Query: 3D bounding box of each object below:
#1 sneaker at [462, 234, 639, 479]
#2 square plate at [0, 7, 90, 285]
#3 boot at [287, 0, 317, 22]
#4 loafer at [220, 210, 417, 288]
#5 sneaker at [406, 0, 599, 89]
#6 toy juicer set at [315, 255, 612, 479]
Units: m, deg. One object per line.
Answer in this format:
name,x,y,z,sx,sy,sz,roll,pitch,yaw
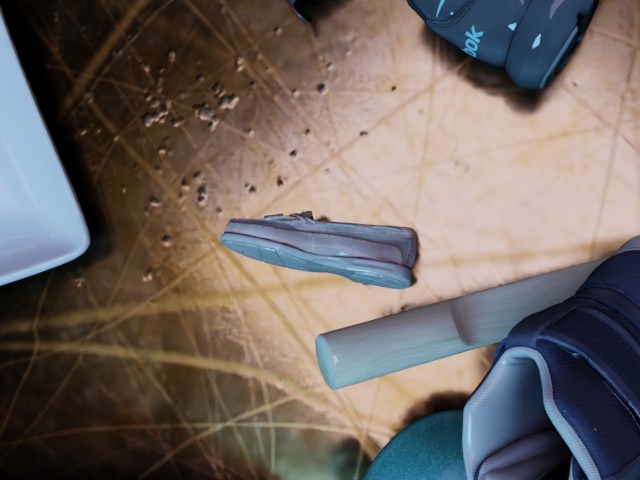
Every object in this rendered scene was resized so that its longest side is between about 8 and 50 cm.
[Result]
sneaker,0.158,0.126,0.336,0.086,0.163,0.226,-29,86,53
square plate,-0.380,-0.090,0.500,0.347,0.049,0.344,-21,87,-8
boot,0.010,-0.254,0.456,0.137,0.077,0.198,48,112,6
loafer,0.000,0.000,0.461,0.125,0.045,0.039,13,74,7
sneaker,0.144,-0.225,0.402,0.106,0.101,0.267,28,94,15
toy juicer set,0.048,0.159,0.397,0.209,0.089,0.329,9,84,-16
